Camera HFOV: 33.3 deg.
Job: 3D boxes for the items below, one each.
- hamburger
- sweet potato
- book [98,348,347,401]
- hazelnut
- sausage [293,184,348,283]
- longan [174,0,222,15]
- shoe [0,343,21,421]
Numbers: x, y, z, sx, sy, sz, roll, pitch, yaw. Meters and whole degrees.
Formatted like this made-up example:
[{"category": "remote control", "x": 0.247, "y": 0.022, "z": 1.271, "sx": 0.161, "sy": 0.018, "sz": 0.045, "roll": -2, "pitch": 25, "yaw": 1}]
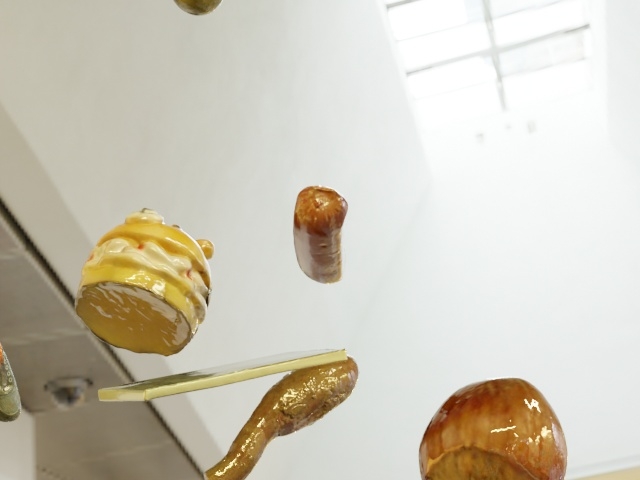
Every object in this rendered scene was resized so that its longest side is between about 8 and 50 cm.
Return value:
[{"category": "hamburger", "x": -0.335, "y": 0.073, "z": 2.129, "sx": 0.276, "sy": 0.237, "sz": 0.276, "roll": 12, "pitch": -37, "yaw": 9}, {"category": "sweet potato", "x": -0.063, "y": 0.307, "z": 1.904, "sx": 0.385, "sy": 0.109, "sz": 0.109, "roll": -34, "pitch": -10, "yaw": -34}, {"category": "book", "x": -0.144, "y": 0.195, "z": 1.557, "sx": 0.310, "sy": 0.021, "sz": 0.217, "roll": -8, "pitch": -4, "yaw": -29}, {"category": "hazelnut", "x": 0.235, "y": 0.285, "z": 1.470, "sx": 0.214, "sy": 0.214, "sz": 0.176, "roll": -21, "pitch": -44, "yaw": 24}, {"category": "sausage", "x": -0.001, "y": 0.000, "z": 1.974, "sx": 0.097, "sy": 0.094, "sz": 0.348, "roll": 18, "pitch": -24, "yaw": 9}, {"category": "longan", "x": -0.150, "y": -0.319, "z": 1.322, "sx": 0.075, "sy": 0.075, "sz": 0.083, "roll": 0, "pitch": -35, "yaw": -18}, {"category": "shoe", "x": -0.544, "y": 0.212, "z": 1.763, "sx": 0.077, "sy": 0.194, "sz": 0.074, "roll": -18, "pitch": 12, "yaw": 40}]
